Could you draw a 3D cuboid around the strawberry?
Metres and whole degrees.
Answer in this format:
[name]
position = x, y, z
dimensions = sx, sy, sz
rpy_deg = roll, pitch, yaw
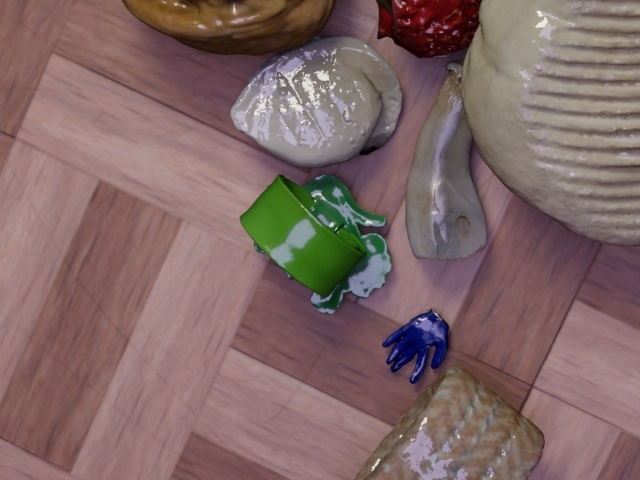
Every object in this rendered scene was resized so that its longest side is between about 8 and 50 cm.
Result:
[strawberry]
position = 0.136, -0.302, 1.760
dimensions = 0.201, 0.187, 0.184
rpy_deg = -21, 124, 11

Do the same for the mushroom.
[mushroom]
position = 0.144, -0.088, 1.819
dimensions = 0.092, 0.081, 0.223
rpy_deg = 8, 93, 27

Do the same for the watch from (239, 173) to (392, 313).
[watch]
position = 0.000, 0.000, 1.812
dimensions = 0.165, 0.152, 0.131
rpy_deg = 45, 96, 5

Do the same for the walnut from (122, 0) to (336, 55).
[walnut]
position = -0.101, -0.311, 1.770
dimensions = 0.257, 0.224, 0.257
rpy_deg = -6, 53, 8

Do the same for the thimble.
[thimble]
position = 0.128, 0.260, 1.786
dimensions = 0.148, 0.196, 0.229
rpy_deg = 38, 98, 3

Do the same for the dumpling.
[dumpling]
position = -0.001, -0.156, 1.828
dimensions = 0.176, 0.092, 0.150
rpy_deg = 11, 97, 8

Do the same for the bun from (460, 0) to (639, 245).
[bun]
position = 0.316, -0.180, 1.710
dimensions = 0.365, 0.219, 0.365
rpy_deg = -3, 120, -6

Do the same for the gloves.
[gloves]
position = 0.112, 0.121, 1.865
dimensions = 0.086, 0.026, 0.064
rpy_deg = -41, 89, 9
